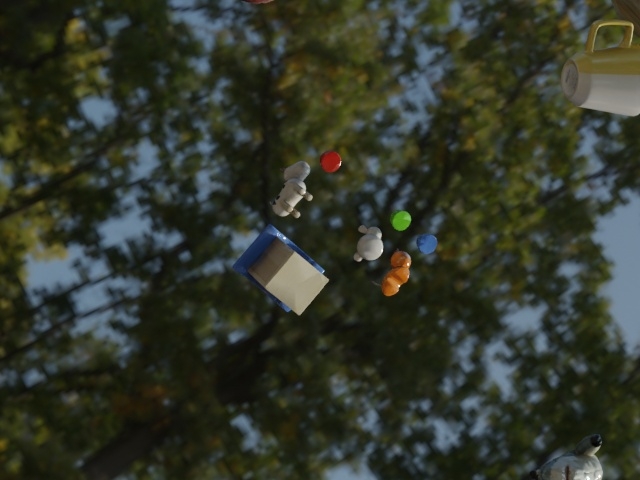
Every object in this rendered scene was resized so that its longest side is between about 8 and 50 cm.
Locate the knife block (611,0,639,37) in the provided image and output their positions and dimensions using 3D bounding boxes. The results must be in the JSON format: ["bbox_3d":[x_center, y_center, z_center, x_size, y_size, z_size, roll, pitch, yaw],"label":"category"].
[{"bbox_3d":[0.386,-0.188,1.409,0.242,0.276,0.088,42,-87,22],"label":"knife block"}]

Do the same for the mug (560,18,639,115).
[{"bbox_3d":[0.245,-0.147,1.320,0.062,0.064,0.078,139,-52,-68],"label":"mug"}]

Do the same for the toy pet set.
[{"bbox_3d":[0.000,0.000,1.118,0.122,0.114,0.065,41,0,-30],"label":"toy pet set"}]

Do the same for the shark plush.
[{"bbox_3d":[0.244,0.228,1.534,0.161,0.067,0.073,-131,-147,-85],"label":"shark plush"}]

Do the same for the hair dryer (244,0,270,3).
[{"bbox_3d":[-0.085,-0.254,0.752,0.293,0.080,0.223,61,-13,-9],"label":"hair dryer"}]
